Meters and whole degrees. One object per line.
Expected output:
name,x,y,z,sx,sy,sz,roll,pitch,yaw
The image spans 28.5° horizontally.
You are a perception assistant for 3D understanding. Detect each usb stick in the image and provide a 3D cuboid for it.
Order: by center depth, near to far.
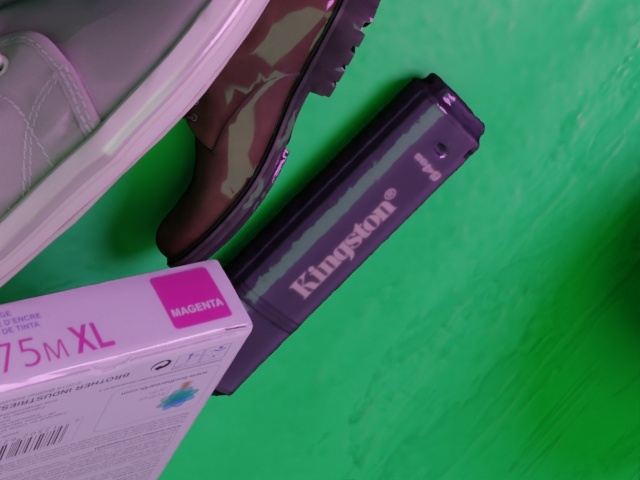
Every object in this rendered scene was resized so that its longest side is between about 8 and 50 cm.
usb stick,0.000,0.000,0.889,0.278,0.045,0.077,-45,124,6

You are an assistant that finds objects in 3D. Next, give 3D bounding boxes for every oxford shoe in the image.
oxford shoe,-0.191,-0.065,0.713,0.449,0.169,0.130,-41,111,6
oxford shoe,-0.057,-0.084,0.809,0.096,0.083,0.227,27,106,-13

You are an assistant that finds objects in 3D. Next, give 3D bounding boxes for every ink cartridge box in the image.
ink cartridge box,-0.180,0.134,0.808,0.185,0.065,0.311,-12,149,-33
